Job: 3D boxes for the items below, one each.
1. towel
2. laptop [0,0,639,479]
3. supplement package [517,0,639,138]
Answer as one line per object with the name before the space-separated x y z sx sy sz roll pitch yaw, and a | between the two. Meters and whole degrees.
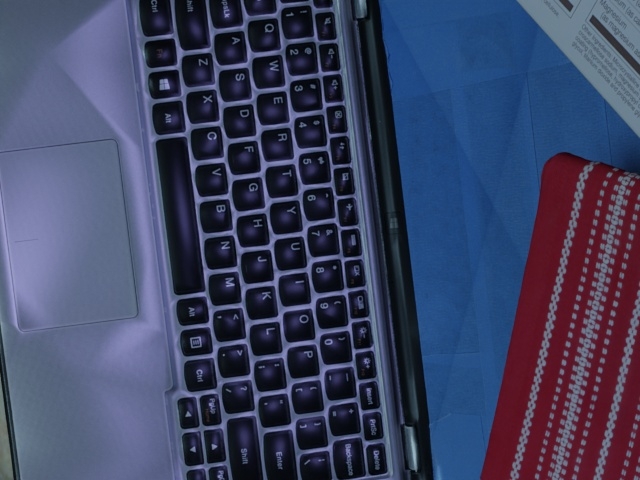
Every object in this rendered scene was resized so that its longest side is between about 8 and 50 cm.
towel | 0.192 0.077 0.989 0.275 0.031 0.199 23 107 50
laptop | 0.000 0.000 1.154 0.236 0.407 0.382 -160 64 -83
supplement package | 0.231 -0.119 0.871 0.262 0.204 0.145 53 134 28
